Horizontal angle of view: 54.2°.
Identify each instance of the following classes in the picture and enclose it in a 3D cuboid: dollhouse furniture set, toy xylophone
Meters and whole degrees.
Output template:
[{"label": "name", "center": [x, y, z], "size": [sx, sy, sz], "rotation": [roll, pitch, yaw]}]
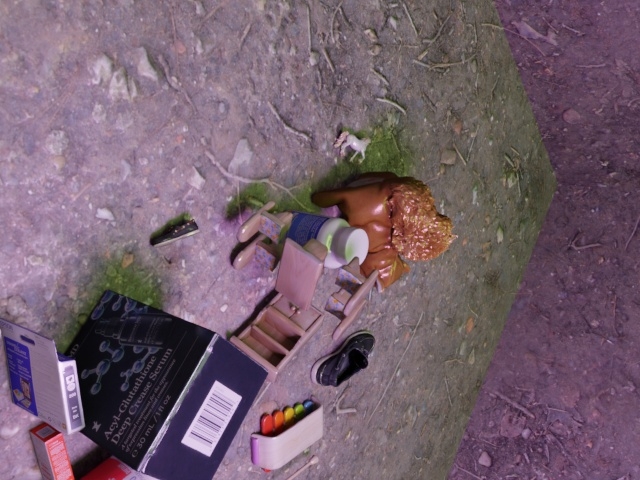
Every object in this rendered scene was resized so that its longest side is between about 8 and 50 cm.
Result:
[{"label": "dollhouse furniture set", "center": [-0.096, 0.170, 1.725], "size": [0.256, 0.362, 0.394], "rotation": [-45, 162, -37]}, {"label": "toy xylophone", "center": [-0.095, 0.662, 2.069], "size": [0.322, 0.081, 0.237], "rotation": [-8, 106, -50]}]

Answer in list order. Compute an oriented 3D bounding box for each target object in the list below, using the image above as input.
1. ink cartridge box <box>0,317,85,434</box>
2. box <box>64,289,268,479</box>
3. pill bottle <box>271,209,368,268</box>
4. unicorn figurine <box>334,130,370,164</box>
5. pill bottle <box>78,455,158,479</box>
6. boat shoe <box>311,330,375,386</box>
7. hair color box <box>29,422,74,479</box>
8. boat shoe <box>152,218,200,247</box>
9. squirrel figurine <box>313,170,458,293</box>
[{"label": "ink cartridge box", "center": [-0.564, 0.263, 1.263], "size": [0.045, 0.206, 0.209], "rotation": [-24, 118, -50]}, {"label": "box", "center": [-0.368, 0.319, 1.371], "size": [0.212, 0.395, 0.294], "rotation": [49, 62, -46]}, {"label": "pill bottle", "center": [0.000, 0.000, 1.845], "size": [0.152, 0.271, 0.153], "rotation": [-18, 114, -47]}, {"label": "unicorn figurine", "center": [0.118, -0.311, 2.078], "size": [0.162, 0.060, 0.111], "rotation": [34, 74, -51]}, {"label": "pill bottle", "center": [-0.539, 0.674, 1.390], "size": [0.407, 0.228, 0.229], "rotation": [-33, 124, -41]}, {"label": "boat shoe", "center": [0.115, 0.428, 2.240], "size": [0.340, 0.113, 0.127], "rotation": [-17, 113, -48]}, {"label": "hair color box", "center": [-0.597, 0.484, 1.394], "size": [0.043, 0.071, 0.141], "rotation": [-26, 120, -45]}, {"label": "boat shoe", "center": [-0.366, -0.017, 1.569], "size": [0.133, 0.049, 0.042], "rotation": [-26, 92, -37]}, {"label": "squirrel figurine", "center": [0.224, -0.017, 2.024], "size": [0.281, 0.396, 0.371], "rotation": [-30, 114, -49]}]
